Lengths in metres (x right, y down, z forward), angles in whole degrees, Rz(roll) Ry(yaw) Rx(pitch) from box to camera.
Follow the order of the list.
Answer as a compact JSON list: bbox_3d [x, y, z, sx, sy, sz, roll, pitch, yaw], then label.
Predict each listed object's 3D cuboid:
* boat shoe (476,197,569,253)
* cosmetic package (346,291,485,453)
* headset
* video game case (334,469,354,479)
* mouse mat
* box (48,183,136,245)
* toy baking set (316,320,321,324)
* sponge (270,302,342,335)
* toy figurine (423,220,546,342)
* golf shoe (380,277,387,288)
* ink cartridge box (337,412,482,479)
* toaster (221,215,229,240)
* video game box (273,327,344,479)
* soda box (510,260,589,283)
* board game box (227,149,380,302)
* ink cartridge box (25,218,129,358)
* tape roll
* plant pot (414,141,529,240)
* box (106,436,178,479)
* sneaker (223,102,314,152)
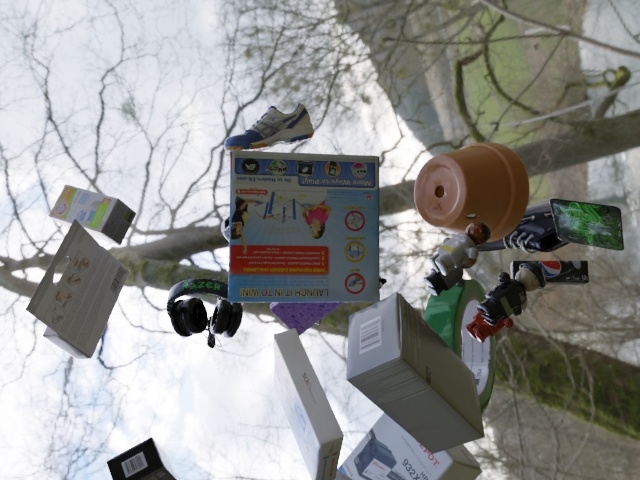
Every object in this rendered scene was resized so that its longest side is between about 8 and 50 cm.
[{"bbox_3d":[0.637,-0.017,1.796,0.127,0.340,0.158,56,-160,-30],"label":"boat shoe"},{"bbox_3d":[0.145,0.207,0.849,0.238,0.107,0.127,42,-148,-29],"label":"cosmetic package"},{"bbox_3d":[-0.378,0.238,1.881,0.394,0.243,0.185,97,174,-49],"label":"headset"},{"bbox_3d":[0.056,0.477,0.952,0.143,0.157,0.019,-36,-29,-60],"label":"video game case"},{"bbox_3d":[0.624,-0.035,1.307,0.007,0.152,0.190,-62,-40,-20],"label":"mouse mat"},{"bbox_3d":[-0.667,-0.075,1.634,0.103,0.203,0.114,59,-131,-64],"label":"box"},{"bbox_3d":[-0.020,0.213,2.119,0.030,0.196,0.257,16,-107,-36],"label":"toy baking set"},{"bbox_3d":[-0.021,0.155,1.485,0.117,0.210,0.031,47,-165,-16],"label":"sponge"},{"bbox_3d":[0.327,0.077,1.129,0.209,0.148,0.213,48,168,24],"label":"toy figurine"},{"bbox_3d":[0.204,0.179,2.254,0.186,0.085,0.068,-24,-80,-60],"label":"golf shoe"},{"bbox_3d":[0.187,0.556,1.313,0.129,0.308,0.223,30,-169,-37],"label":"ink cartridge box"},{"bbox_3d":[-0.281,-0.030,2.073,0.146,0.129,0.227,45,-173,-21],"label":"toaster"},{"bbox_3d":[-0.027,0.282,0.942,0.187,0.048,0.205,92,156,-50],"label":"video game box"},{"bbox_3d":[0.545,0.077,1.334,0.060,0.168,0.053,39,-129,-73],"label":"soda box"},{"bbox_3d":[-0.034,-0.024,1.153,0.086,0.307,0.302,150,121,-81],"label":"board game box"},{"bbox_3d":[-0.674,0.135,1.538,0.261,0.066,0.297,60,-148,-45],"label":"ink cartridge box"},{"bbox_3d":[0.339,0.254,1.340,0.321,0.077,0.322,14,-106,-57],"label":"tape roll"},{"bbox_3d":[0.406,-0.138,1.577,0.203,0.290,0.291,-2,-102,-35],"label":"plant pot"},{"bbox_3d":[-0.562,0.735,1.773,0.108,0.153,0.207,55,160,30],"label":"box"},{"bbox_3d":[-0.173,-0.360,1.795,0.112,0.296,0.131,-169,65,-74],"label":"sneaker"}]
